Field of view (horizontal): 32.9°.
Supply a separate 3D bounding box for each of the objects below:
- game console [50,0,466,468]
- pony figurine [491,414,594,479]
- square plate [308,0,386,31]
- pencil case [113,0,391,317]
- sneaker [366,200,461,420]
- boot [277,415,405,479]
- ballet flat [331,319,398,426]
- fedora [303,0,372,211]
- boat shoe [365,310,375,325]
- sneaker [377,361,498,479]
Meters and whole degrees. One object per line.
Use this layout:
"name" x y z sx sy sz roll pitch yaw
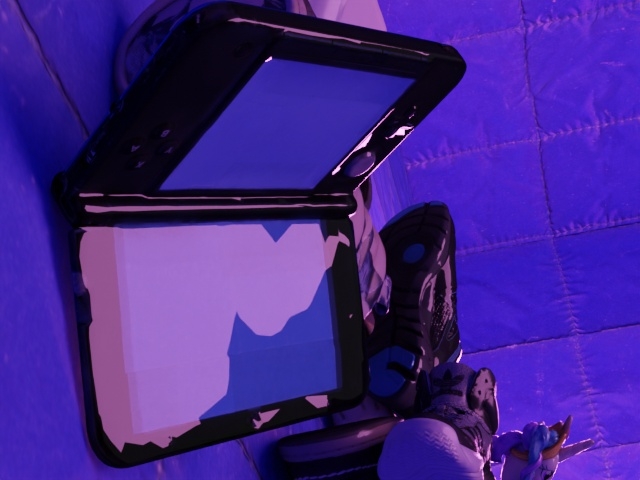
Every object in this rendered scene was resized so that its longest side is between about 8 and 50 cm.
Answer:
"game console" -0.015 -0.003 0.740 0.293 0.250 0.173 -4 56 -52
"pony figurine" 0.206 0.402 1.616 0.303 0.351 0.364 -62 159 -71
"square plate" 0.022 -0.225 1.537 0.344 0.049 0.347 54 51 -70
"pencil case" -0.046 -0.055 0.976 0.410 0.159 0.184 67 3 -53
"sneaker" 0.134 0.099 1.519 0.140 0.125 0.341 47 44 -40
"boot" 0.051 0.352 1.200 0.377 0.138 0.284 69 12 -72
"ballet flat" 0.051 0.220 1.504 0.106 0.107 0.316 57 14 -38
"fedora" -0.034 -0.131 1.254 0.275 0.124 0.244 58 21 -54
"boat shoe" 0.064 0.056 1.659 0.324 0.119 0.123 58 22 -67
"sneaker" 0.124 0.188 1.111 0.268 0.101 0.153 59 32 -59
